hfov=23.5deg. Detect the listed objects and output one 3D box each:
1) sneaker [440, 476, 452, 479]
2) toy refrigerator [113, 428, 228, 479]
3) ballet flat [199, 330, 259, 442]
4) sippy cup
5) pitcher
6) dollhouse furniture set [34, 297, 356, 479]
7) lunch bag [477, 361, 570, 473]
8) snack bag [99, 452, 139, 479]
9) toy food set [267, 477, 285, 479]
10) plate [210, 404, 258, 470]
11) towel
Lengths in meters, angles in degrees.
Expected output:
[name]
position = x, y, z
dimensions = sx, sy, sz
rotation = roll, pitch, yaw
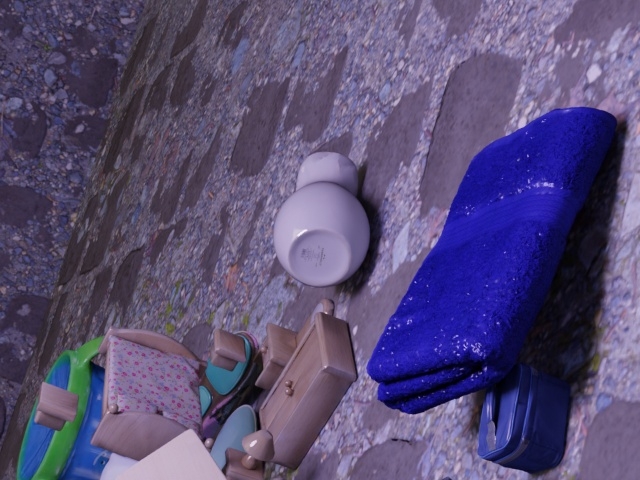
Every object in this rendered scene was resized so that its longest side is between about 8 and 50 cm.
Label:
[sneaker]
position = 0.079, 0.271, 1.392
dimensions = 0.153, 0.235, 0.094
rotation = -47, 52, 23
[toy refrigerator]
position = -0.102, 0.324, 1.563
dimensions = 0.102, 0.094, 0.269
rotation = -33, 44, -9
[ballet flat]
position = -0.138, 0.213, 2.212
dimensions = 0.221, 0.079, 0.077
rotation = -55, 53, 24
[sippy cup]
position = -0.330, 0.314, 2.412
dimensions = 0.305, 0.224, 0.240
rotation = -49, 27, 45
[pitcher]
position = 0.000, 0.000, 2.035
dimensions = 0.207, 0.126, 0.177
rotation = -85, 2, -64
[dollhouse furniture set]
position = -0.155, 0.130, 1.926
dimensions = 0.173, 0.356, 0.303
rotation = -59, 21, 26
[lunch bag]
position = 0.184, 0.159, 1.419
dimensions = 0.067, 0.065, 0.098
rotation = -38, 36, 56
[snack bag]
position = -0.200, 0.465, 1.933
dimensions = 0.323, 0.037, 0.342
rotation = 12, 77, 36
[toy food set]
position = -0.053, 0.444, 1.667
dimensions = 0.219, 0.092, 0.306
rotation = 89, -179, -50
[plate]
position = -0.122, 0.321, 2.146
dimensions = 0.188, 0.024, 0.188
rotation = -53, 25, 39
[towel]
position = 0.162, 0.014, 1.515
dimensions = 0.228, 0.076, 0.308
rotation = -35, 24, 59
